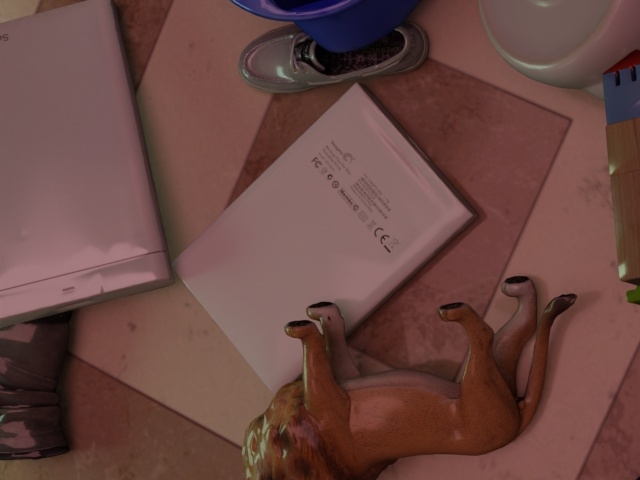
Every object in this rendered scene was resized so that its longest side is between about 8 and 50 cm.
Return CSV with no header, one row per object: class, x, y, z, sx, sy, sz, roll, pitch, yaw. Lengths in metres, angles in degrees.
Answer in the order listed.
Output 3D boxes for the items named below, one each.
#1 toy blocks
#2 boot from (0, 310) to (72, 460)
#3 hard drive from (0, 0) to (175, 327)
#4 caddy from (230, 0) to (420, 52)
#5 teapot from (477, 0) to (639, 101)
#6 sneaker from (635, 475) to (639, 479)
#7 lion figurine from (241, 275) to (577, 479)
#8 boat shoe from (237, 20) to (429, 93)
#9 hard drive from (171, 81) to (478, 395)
toy blocks,0.384,-0.078,1.478,0.191,0.381,0.261,-14,73,39
boot,-0.463,0.154,1.913,0.338,0.118,0.222,7,94,20
hard drive,-0.320,-0.093,1.848,0.233,0.047,0.353,-14,77,4
caddy,0.026,-0.368,1.661,0.241,0.179,0.341,37,86,23
teapot,0.295,-0.273,1.602,0.252,0.187,0.256,48,125,42
sneaker,0.394,0.249,1.597,0.321,0.127,0.126,-41,81,-10
lion figurine,0.094,0.181,1.694,0.392,0.142,0.240,-7,101,15
boat shoe,0.005,-0.213,1.758,0.227,0.081,0.079,-5,88,20
hard drive,0.000,0.000,1.781,0.307,0.040,0.203,-44,76,15
